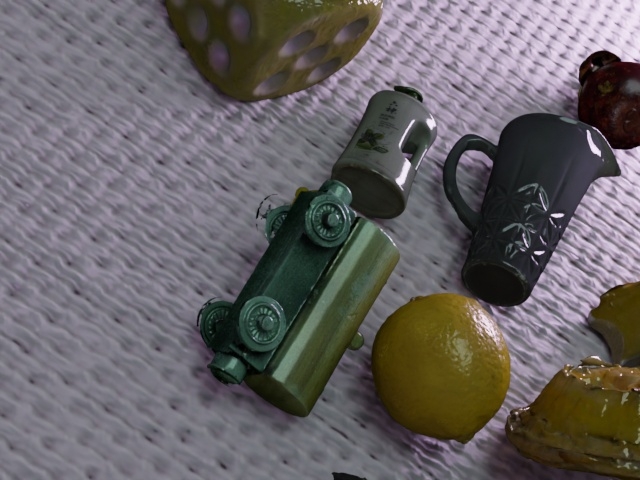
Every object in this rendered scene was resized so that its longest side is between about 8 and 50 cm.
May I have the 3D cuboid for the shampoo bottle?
[{"bbox_3d":[0.104,-0.144,2.010,0.118,0.087,0.234,30,48,-3],"label":"shampoo bottle"}]

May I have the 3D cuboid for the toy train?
[{"bbox_3d":[-0.026,0.072,1.737,0.189,0.126,0.307,46,62,-29],"label":"toy train"}]

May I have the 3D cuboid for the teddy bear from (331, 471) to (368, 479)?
[{"bbox_3d":[0.091,0.383,1.591,0.251,0.144,0.171,36,62,2],"label":"teddy bear"}]

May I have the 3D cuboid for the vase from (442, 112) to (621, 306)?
[{"bbox_3d":[0.289,-0.049,2.019,0.251,0.156,0.301,22,54,7],"label":"vase"}]

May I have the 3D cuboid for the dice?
[{"bbox_3d":[-0.068,-0.359,1.978,0.233,0.227,0.238,-20,70,-36],"label":"dice"}]

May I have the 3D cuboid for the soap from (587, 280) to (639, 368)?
[{"bbox_3d":[0.603,0.068,1.968,0.304,0.339,0.169,1,55,-30],"label":"soap"}]

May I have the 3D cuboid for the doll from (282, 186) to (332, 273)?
[{"bbox_3d":[0.000,0.000,1.866,0.106,0.062,0.162,7,54,-20],"label":"doll"}]

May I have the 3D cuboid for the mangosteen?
[{"bbox_3d":[0.497,-0.236,2.265,0.145,0.156,0.181,-1,30,11],"label":"mangosteen"}]

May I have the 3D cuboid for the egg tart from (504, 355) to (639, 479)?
[{"bbox_3d":[0.392,0.226,1.778,0.315,0.315,0.120,-1,99,-30],"label":"egg tart"}]

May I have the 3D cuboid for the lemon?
[{"bbox_3d":[0.155,0.164,1.757,0.178,0.178,0.203,-4,67,-31],"label":"lemon"}]
